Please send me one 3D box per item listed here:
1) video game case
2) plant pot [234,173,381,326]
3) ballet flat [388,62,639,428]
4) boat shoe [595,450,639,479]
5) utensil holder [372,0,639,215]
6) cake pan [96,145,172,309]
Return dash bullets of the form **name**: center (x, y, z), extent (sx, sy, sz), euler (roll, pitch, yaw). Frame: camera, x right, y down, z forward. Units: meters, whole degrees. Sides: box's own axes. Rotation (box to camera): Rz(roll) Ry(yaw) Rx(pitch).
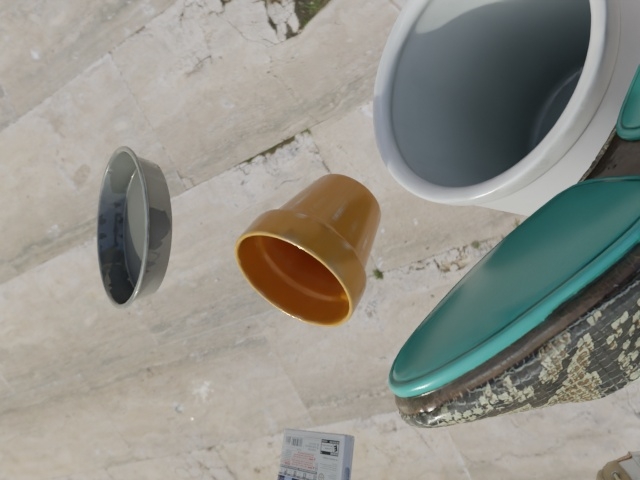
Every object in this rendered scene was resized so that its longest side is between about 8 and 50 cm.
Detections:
- **video game case**: center (-0.017, 0.413, 0.854), extent (0.023, 0.183, 0.201), euler (20, 156, -28)
- **plant pot**: center (0.000, 0.000, 0.819), extent (0.205, 0.188, 0.205), euler (22, 144, 17)
- **ballet flat**: center (0.255, -0.027, 0.361), extent (0.182, 0.164, 0.482), euler (35, 92, -5)
- **boat shoe**: center (0.371, 0.350, 0.522), extent (0.103, 0.302, 0.113), euler (-23, 106, 22)
- **utensil holder**: center (0.320, -0.187, 0.719), extent (0.328, 0.386, 0.327), euler (-12, 75, 52)
- **cake pan**: center (-0.342, -0.022, 0.937), extent (0.293, 0.054, 0.293), euler (-1, 88, 52)
